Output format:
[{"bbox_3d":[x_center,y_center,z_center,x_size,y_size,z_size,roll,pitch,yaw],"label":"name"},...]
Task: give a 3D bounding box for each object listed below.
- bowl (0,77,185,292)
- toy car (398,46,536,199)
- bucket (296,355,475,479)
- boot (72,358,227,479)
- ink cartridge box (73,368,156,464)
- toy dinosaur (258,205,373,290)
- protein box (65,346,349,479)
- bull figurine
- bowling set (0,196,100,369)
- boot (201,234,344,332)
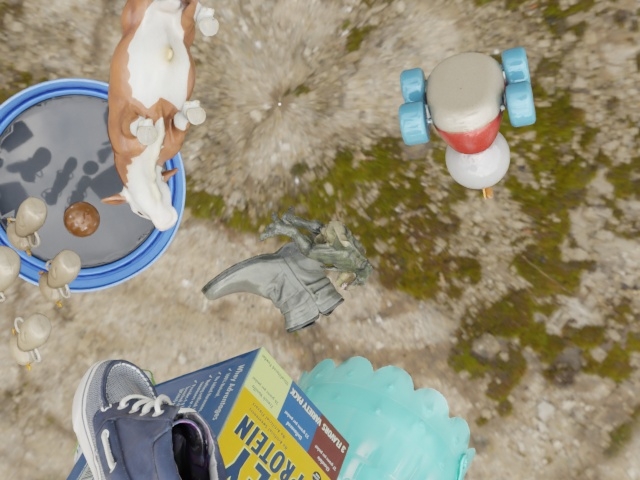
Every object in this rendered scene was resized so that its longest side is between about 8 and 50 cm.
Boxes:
[{"bbox_3d":[-0.443,-0.102,1.820,0.391,0.077,0.391,-2,102,-10],"label":"bowl"},{"bbox_3d":[0.268,-0.183,1.732,0.219,0.210,0.238,-9,130,13],"label":"toy car"},{"bbox_3d":[0.049,0.312,1.325,0.281,0.281,0.183,41,50,-7],"label":"bucket"},{"bbox_3d":[-0.100,0.121,0.609,0.069,0.190,0.086,21,116,-33],"label":"boot"},{"bbox_3d":[-0.320,0.345,1.616,0.097,0.255,0.189,12,106,-24],"label":"ink cartridge box"},{"bbox_3d":[0.000,0.000,1.148,0.118,0.268,0.064,22,83,11],"label":"toy dinosaur"},{"bbox_3d":[-0.115,0.229,0.860,0.201,0.200,0.136,-23,117,34],"label":"protein box"},{"bbox_3d":[-0.191,-0.169,1.158,0.101,0.188,0.310,2,86,-25],"label":"bull figurine"},{"bbox_3d":[-0.421,0.032,1.472,0.200,0.154,0.287,-22,78,-37],"label":"bowling set"},{"bbox_3d":[-0.084,0.102,1.852,0.246,0.083,0.161,-22,83,-18],"label":"boot"}]
